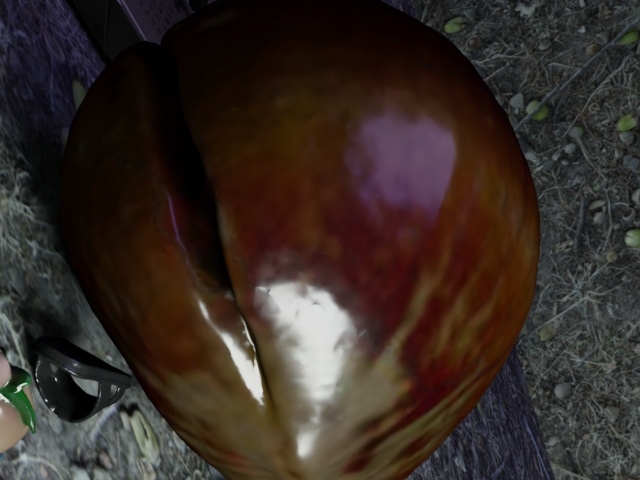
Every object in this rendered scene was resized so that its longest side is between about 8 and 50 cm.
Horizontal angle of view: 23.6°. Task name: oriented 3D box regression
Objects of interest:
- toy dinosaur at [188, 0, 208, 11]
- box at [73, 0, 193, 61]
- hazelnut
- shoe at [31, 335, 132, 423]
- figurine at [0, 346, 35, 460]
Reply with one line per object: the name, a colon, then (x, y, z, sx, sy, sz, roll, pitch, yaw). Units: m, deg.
toy dinosaur: (-0.137, -0.291, 1.557, 0.187, 0.087, 0.179, 47, 23, -46)
box: (-0.146, -0.166, 1.611, 0.365, 0.051, 0.204, 61, 16, -25)
hazelnut: (0.000, 0.000, 1.250, 0.402, 0.402, 0.429, -95, 170, -47)
shoe: (-0.184, 0.104, 1.117, 0.062, 0.053, 0.159, 27, -7, 8)
figurine: (-0.213, 0.113, 0.855, 0.114, 0.145, 0.178, 50, 35, -40)
